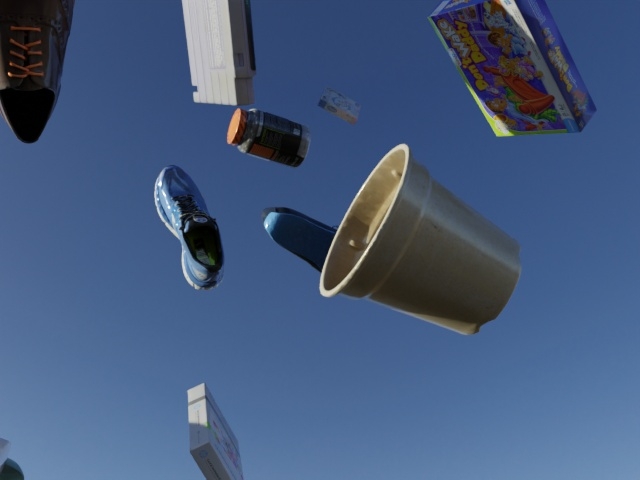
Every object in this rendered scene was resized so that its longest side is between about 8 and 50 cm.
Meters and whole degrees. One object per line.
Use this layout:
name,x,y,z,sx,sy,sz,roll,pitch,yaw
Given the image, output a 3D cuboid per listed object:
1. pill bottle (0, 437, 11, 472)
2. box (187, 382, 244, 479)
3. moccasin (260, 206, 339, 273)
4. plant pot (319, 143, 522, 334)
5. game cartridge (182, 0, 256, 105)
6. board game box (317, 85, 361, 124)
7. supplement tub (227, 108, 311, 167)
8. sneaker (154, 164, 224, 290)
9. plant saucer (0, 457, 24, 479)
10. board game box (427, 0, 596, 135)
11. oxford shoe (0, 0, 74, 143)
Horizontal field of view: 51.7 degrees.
pill bottle,-0.708,0.336,1.039,0.363,0.210,0.210,25,-41,-9
box,-0.176,0.346,1.112,0.038,0.186,0.145,-25,-70,-3
moccasin,0.000,0.000,1.644,0.342,0.117,0.137,37,-87,-32
plant pot,0.211,0.028,1.310,0.306,0.333,0.334,28,-42,-10
game cartridge,-0.221,-0.470,1.405,0.068,0.230,0.355,-16,-69,-36
board game box,0.042,-0.294,1.432,0.090,0.090,0.020,27,-59,-7
supplement tub,-0.130,-0.260,1.662,0.190,0.117,0.117,15,-39,-23
sneaker,-0.310,-0.048,1.643,0.130,0.330,0.147,-19,-13,-28
plant saucer,-0.640,0.446,1.298,0.119,0.021,0.119,3,-44,3
board game box,0.417,-0.385,1.436,0.347,0.078,0.233,50,-22,-27
oxford shoe,-0.318,-0.222,0.729,0.097,0.098,0.271,-6,-33,-24
